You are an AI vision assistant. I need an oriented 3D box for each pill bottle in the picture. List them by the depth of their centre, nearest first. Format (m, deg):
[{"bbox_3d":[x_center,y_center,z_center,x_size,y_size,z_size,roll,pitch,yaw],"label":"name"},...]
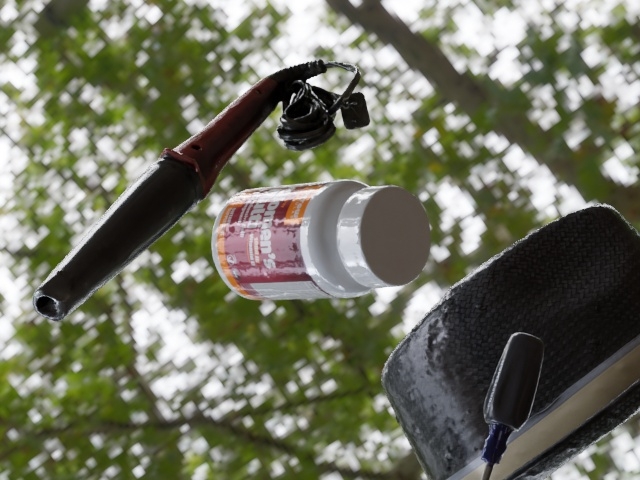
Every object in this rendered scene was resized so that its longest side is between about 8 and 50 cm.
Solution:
[{"bbox_3d":[0.000,0.000,1.860,0.121,0.221,0.121,3,-95,-42],"label":"pill bottle"}]

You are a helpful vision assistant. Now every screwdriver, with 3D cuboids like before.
[{"bbox_3d":[0.080,0.126,0.925,0.024,0.025,0.170,33,-107,-40],"label":"screwdriver"}]

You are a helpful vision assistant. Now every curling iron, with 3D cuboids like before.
[{"bbox_3d":[-0.056,-0.034,0.889,0.274,0.068,0.035,-39,-58,-51],"label":"curling iron"}]

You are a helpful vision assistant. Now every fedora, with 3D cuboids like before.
[{"bbox_3d":[0.166,0.083,1.389,0.152,0.334,0.334,52,-141,6],"label":"fedora"}]
